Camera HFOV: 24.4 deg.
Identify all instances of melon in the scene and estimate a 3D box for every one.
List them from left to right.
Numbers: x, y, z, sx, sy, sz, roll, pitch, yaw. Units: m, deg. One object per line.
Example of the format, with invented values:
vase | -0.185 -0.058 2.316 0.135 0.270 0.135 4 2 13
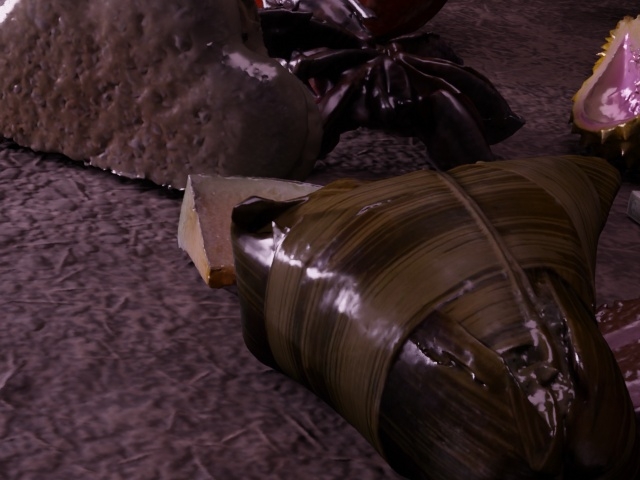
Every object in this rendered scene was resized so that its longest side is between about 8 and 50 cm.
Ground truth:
melon | -0.005 -0.004 1.033 0.182 0.054 0.098 -3 30 -22

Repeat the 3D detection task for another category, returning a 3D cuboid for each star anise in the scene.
star anise | 0.044 -0.135 1.290 0.282 0.129 0.212 10 26 -16

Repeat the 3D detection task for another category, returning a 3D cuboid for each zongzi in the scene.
zongzi | 0.131 0.038 0.834 0.288 0.134 0.286 -15 34 -27

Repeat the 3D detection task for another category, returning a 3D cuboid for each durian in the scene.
durian | 0.309 -0.130 1.341 0.165 0.132 0.182 -3 19 -43

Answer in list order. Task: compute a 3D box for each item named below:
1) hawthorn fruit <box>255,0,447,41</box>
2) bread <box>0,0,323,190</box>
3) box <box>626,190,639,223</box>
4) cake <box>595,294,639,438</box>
hawthorn fruit | 0.025 -0.341 1.626 0.284 0.284 0.284 6 22 -2
bread | -0.152 -0.148 1.179 0.337 0.183 0.102 16 16 21
box | 0.299 -0.021 1.206 0.083 0.024 0.054 0 25 -21
cake | 0.254 0.057 0.896 0.295 0.113 0.116 -12 25 -14
